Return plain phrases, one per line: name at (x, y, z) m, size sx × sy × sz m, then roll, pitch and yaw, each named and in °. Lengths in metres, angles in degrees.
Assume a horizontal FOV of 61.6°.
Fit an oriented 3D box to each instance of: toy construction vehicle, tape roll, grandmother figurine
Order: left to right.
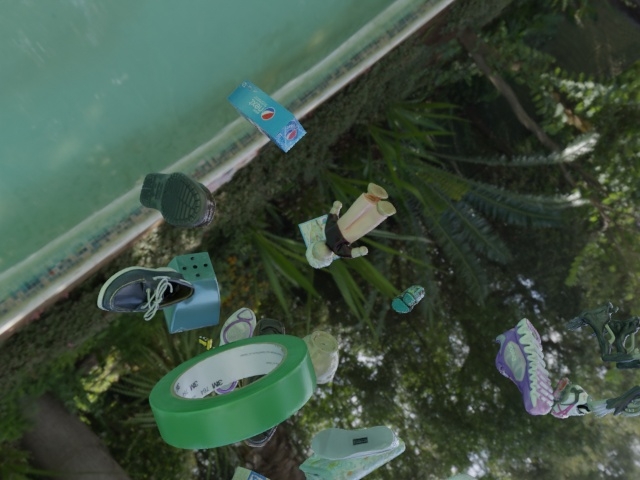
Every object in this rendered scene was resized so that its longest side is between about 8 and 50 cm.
toy construction vehicle at (-0.332, 0.345, 1.645) m, size 0.098 × 0.085 × 0.035 m, roll 20°, pitch -159°, yaw 33°
tape roll at (-0.171, 0.288, 1.071) m, size 0.322 × 0.077 × 0.321 m, roll -14°, pitch -170°, yaw 2°
grandmother figurine at (0.074, -0.032, 1.667) m, size 0.342 × 0.104 × 0.207 m, roll -44°, pitch -134°, yaw 32°

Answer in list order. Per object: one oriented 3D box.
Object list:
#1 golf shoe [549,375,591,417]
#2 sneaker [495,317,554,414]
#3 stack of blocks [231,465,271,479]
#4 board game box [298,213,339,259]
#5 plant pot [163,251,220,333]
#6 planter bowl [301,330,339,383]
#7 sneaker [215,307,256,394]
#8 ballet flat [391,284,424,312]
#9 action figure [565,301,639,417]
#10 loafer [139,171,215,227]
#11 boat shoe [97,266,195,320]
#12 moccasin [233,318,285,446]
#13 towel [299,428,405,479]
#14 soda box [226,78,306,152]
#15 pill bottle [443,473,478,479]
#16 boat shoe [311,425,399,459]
golf shoe at (0.598, 0.396, 1.284) m, size 0.086 × 0.186 × 0.067 m, roll 33°, pitch -106°, yaw 34°
sneaker at (0.456, 0.294, 1.225) m, size 0.105 × 0.095 × 0.236 m, roll -26°, pitch -146°, yaw 28°
stack of blocks at (-0.097, 0.684, 1.275) m, size 0.087 × 0.297 × 0.171 m, roll -24°, pitch -145°, yaw 56°
board game box at (0.000, 0.000, 1.831) m, size 0.104 × 0.154 × 0.026 m, roll -19°, pitch -175°, yaw 4°
plant pot at (-0.412, 0.155, 1.718) m, size 0.166 × 0.165 × 0.234 m, roll -8°, pitch 144°, yaw -26°
planter bowl at (-0.006, 0.358, 1.711) m, size 0.109 × 0.162 × 0.162 m, roll -63°, pitch 176°, yaw 27°
sneaker at (-0.320, 0.383, 1.895) m, size 0.152 × 0.114 × 0.304 m, roll 152°, pitch -41°, yaw -71°
ballet flat at (0.289, 0.188, 1.740) m, size 0.070 × 0.070 × 0.188 m, roll -42°, pitch 176°, yaw -21°
action figure at (0.536, 0.247, 0.900) m, size 0.141 × 0.164 × 0.275 m, roll -51°, pitch -145°, yaw 30°
loafer at (-0.365, -0.116, 1.449) m, size 0.366 × 0.130 × 0.133 m, roll 25°, pitch -81°, yaw 50°
boat shoe at (-0.356, 0.111, 1.125) m, size 0.095 × 0.079 × 0.254 m, roll -66°, pitch 164°, yaw 5°
moccasin at (-0.183, 0.426, 1.619) m, size 0.147 × 0.139 × 0.379 m, roll 122°, pitch -30°, yaw -50°
towel at (0.106, 0.820, 2.030) m, size 0.321 × 0.090 × 0.374 m, roll -24°, pitch 175°, yaw -22°
soda box at (-0.131, -0.298, 1.275) m, size 0.071 × 0.210 × 0.067 m, roll -45°, pitch 145°, yaw -2°
pill bottle at (0.326, 0.614, 0.998) m, size 0.182 × 0.181 × 0.323 m, roll -40°, pitch -139°, yaw -8°
boat shoe at (0.104, 0.604, 1.580) m, size 0.258 × 0.084 × 0.095 m, roll -9°, pitch -126°, yaw 22°
